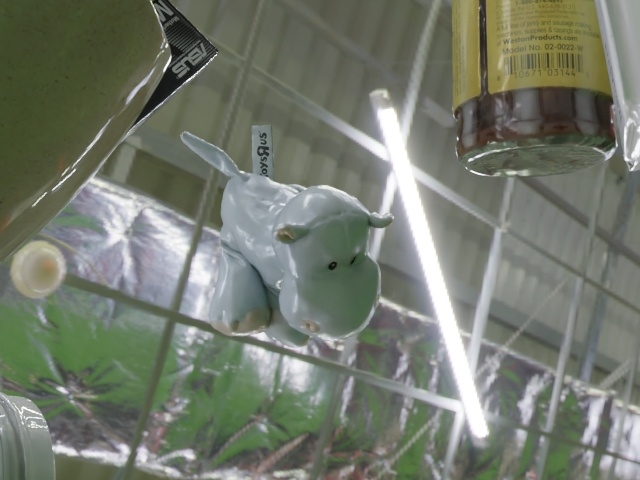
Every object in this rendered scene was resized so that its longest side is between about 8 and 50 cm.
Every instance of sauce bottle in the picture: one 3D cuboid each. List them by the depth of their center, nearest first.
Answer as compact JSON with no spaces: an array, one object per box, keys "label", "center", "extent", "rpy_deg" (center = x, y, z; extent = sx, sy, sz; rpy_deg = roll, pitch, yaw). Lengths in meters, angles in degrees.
[{"label":"sauce bottle","center":[0.145,-0.219,0.609],"extent":[0.111,0.111,0.345],"rpy_deg":[10,-102,-47]}]

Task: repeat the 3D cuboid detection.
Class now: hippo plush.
[{"label":"hippo plush","center":[0.000,0.000,1.076],"extent":[0.234,0.236,0.295],"rpy_deg":[-11,-81,-34]}]

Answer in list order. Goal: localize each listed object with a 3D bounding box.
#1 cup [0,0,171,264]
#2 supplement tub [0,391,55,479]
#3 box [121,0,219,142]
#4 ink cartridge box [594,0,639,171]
[{"label":"cup","center":[-0.253,-0.155,0.661],"extent":[0.236,0.331,0.331],"rpy_deg":[-29,-61,-8]},{"label":"supplement tub","center":[-0.409,0.216,0.738],"extent":[0.316,0.228,0.229],"rpy_deg":[14,-95,-41]},{"label":"box","center":[-0.296,-0.261,1.218],"extent":[0.216,0.060,0.270],"rpy_deg":[44,-132,-8]},{"label":"ink cartridge box","center":[0.258,-0.162,0.384],"extent":[0.117,0.282,0.207],"rpy_deg":[14,-114,-73]}]
